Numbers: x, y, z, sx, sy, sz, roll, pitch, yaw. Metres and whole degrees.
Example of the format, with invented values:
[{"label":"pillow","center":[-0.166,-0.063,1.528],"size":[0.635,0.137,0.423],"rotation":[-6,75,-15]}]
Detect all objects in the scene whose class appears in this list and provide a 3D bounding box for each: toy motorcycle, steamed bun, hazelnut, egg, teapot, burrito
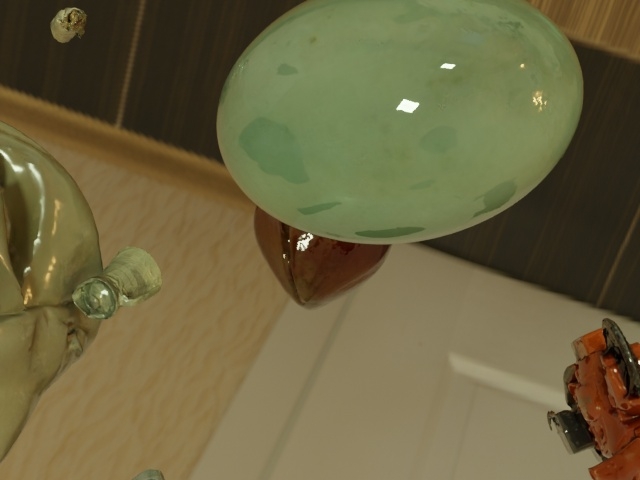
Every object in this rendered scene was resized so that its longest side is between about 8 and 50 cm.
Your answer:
[{"label":"toy motorcycle","center":[0.346,0.203,1.505],"size":[0.147,0.326,0.221],"rotation":[-21,80,0]},{"label":"steamed bun","center":[-0.387,0.020,1.281],"size":[0.342,0.368,0.255],"rotation":[21,139,18]},{"label":"hazelnut","center":[0.000,0.000,1.858],"size":[0.208,0.208,0.208],"rotation":[7,118,13]},{"label":"egg","center":[0.078,-0.134,1.391],"size":[0.388,0.276,0.276],"rotation":[-10,113,21]},{"label":"teapot","center":[-0.192,0.046,1.281],"size":[0.067,0.083,0.057],"rotation":[15,117,25]},{"label":"burrito","center":[-0.343,-0.292,1.806],"size":[0.041,0.185,0.045],"rotation":[11,91,-16]}]

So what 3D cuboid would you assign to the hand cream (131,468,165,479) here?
[{"label":"hand cream","center":[-0.190,0.355,1.479],"size":[0.079,0.255,0.048],"rotation":[-41,117,16]}]
